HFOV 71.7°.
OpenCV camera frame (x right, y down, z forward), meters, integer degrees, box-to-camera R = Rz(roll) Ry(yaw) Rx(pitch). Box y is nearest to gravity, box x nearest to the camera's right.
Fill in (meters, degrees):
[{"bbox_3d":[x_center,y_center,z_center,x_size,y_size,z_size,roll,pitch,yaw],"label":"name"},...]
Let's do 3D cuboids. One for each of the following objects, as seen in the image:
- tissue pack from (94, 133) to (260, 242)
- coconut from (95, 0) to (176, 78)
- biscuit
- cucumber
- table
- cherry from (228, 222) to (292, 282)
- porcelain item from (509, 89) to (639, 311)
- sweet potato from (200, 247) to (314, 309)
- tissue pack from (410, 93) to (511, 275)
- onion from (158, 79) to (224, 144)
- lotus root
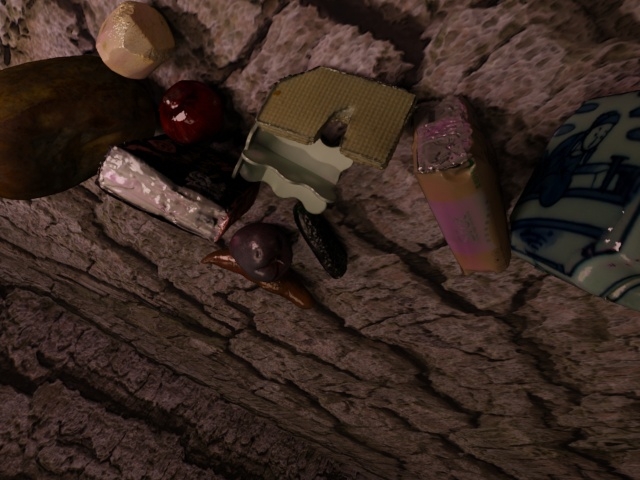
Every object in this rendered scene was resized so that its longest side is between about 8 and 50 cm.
[{"bbox_3d":[-0.260,-0.115,0.899,0.245,0.332,0.123,27,107,-7],"label":"tissue pack"},{"bbox_3d":[-0.339,-0.357,0.803,0.122,0.116,0.116,-19,127,35],"label":"coconut"},{"bbox_3d":[0.026,-0.218,0.761,0.250,0.147,0.046,21,167,13],"label":"biscuit"},{"bbox_3d":[0.000,-0.001,1.114,0.075,0.074,0.241,-8,133,33],"label":"cucumber"},{"bbox_3d":[-0.050,-0.150,0.881,0.198,0.166,0.166,27,143,-8],"label":"table"},{"bbox_3d":[-0.155,0.030,1.176,0.176,0.140,0.176,34,151,22],"label":"cherry"},{"bbox_3d":[0.418,-0.062,0.627,0.157,0.281,0.285,23,101,-8],"label":"porcelain item"},{"bbox_3d":[-0.164,0.092,1.293,0.355,0.095,0.106,26,98,-8],"label":"sweet potato"},{"bbox_3d":[0.249,-0.096,0.767,0.123,0.215,0.256,-17,130,26],"label":"tissue pack"},{"bbox_3d":[-0.260,-0.254,0.884,0.131,0.131,0.131,13,142,11],"label":"onion"},{"bbox_3d":[-0.522,-0.215,0.847,0.251,0.346,0.250,26,136,29],"label":"lotus root"}]
